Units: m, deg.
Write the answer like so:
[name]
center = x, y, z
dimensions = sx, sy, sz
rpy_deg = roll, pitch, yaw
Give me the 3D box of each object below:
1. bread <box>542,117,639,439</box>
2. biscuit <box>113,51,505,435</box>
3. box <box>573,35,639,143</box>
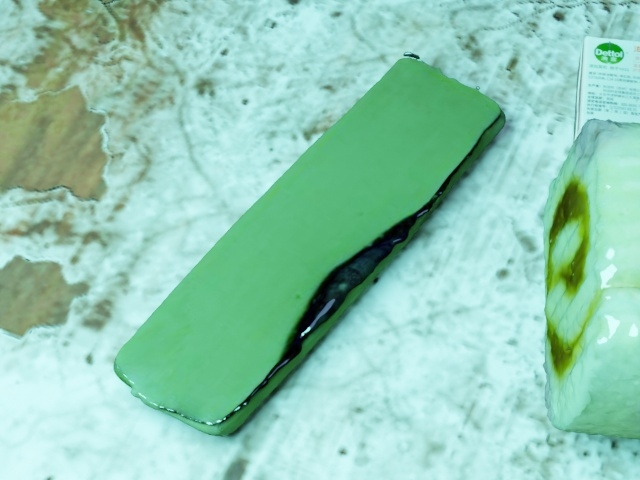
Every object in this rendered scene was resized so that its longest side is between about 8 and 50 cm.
[bread]
center = 0.302, 0.035, 0.933
dimensions = 0.338, 0.155, 0.187
rpy_deg = 4, 61, -1
[biscuit]
center = 0.000, 0.000, 1.026
dimensions = 0.099, 0.038, 0.322
rpy_deg = 28, 58, 23
[box]
center = 0.233, -0.086, 1.090
dimensions = 0.125, 0.043, 0.089
rpy_deg = 8, 54, 5
